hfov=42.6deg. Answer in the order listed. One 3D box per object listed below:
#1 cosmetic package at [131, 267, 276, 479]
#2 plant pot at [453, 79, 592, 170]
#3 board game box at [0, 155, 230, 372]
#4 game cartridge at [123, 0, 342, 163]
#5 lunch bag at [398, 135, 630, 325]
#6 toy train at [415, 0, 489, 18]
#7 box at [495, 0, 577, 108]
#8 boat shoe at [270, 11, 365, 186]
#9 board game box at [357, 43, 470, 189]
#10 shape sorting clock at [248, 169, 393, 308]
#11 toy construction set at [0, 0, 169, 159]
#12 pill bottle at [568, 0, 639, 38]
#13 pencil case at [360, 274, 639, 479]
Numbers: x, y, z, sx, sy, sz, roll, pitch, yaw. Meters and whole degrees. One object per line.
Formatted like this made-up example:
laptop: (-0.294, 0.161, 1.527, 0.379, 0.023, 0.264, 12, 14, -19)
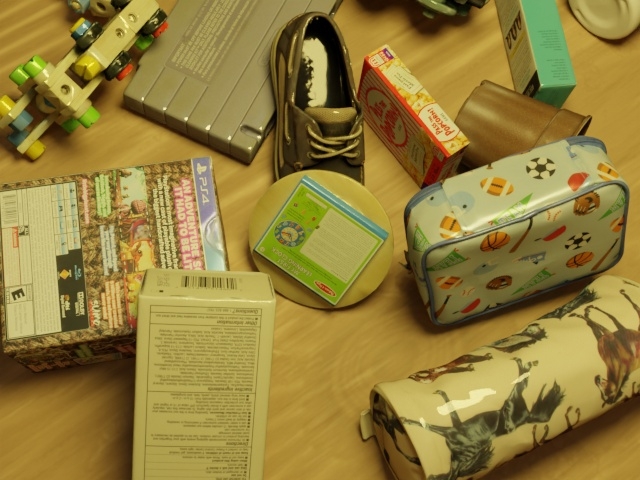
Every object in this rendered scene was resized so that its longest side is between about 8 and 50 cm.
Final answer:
cosmetic package: (-0.144, 0.198, 0.998, 0.160, 0.113, 0.309, 4, 105, -9)
plant pot: (0.286, -0.148, 1.217, 0.165, 0.167, 0.167, 32, 71, 16)
board game box: (-0.272, 0.034, 1.120, 0.291, 0.141, 0.232, -8, 71, -6)
game cartridge: (-0.131, -0.316, 1.302, 0.230, 0.068, 0.355, 24, 71, 9)
lunch bag: (0.256, -0.002, 1.109, 0.303, 0.243, 0.115, -18, 54, 2)
toy train: (0.120, -0.459, 1.303, 0.334, 0.190, 0.142, 23, 111, 1)
box: (0.339, -0.328, 1.310, 0.060, 0.100, 0.244, -5, 71, -6)
boat shoe: (-0.003, -0.158, 1.180, 0.132, 0.130, 0.355, -11, 88, -12)
board game box: (0.131, -0.174, 1.218, 0.045, 0.147, 0.193, -33, 75, -14)
shape sorting clock: (0.000, 0.000, 1.148, 0.206, 0.040, 0.206, 3, 108, 9)
toy construction set: (-0.350, -0.284, 1.223, 0.151, 0.215, 0.327, 31, 60, -32)
pill bottle: (0.536, -0.453, 1.347, 0.246, 0.136, 0.136, -40, 77, -15)
pencil case: (0.258, 0.192, 1.088, 0.410, 0.183, 0.159, -23, 101, -11)
